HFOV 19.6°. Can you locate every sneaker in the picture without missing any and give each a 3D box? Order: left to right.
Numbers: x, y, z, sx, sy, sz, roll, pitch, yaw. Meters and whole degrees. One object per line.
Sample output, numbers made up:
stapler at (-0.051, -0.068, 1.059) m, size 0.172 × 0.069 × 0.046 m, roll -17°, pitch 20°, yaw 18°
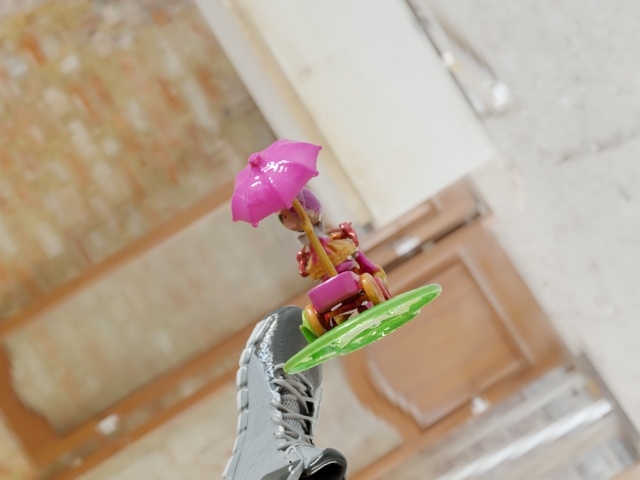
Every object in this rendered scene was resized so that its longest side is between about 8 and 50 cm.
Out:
sneaker at (-0.014, 0.159, 1.529) m, size 0.086 × 0.228 × 0.132 m, roll 23°, pitch 159°, yaw -30°

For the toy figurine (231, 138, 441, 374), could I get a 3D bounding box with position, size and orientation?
toy figurine at (0.000, 0.000, 1.381) m, size 0.159 × 0.130 × 0.173 m, roll 62°, pitch -170°, yaw 9°
